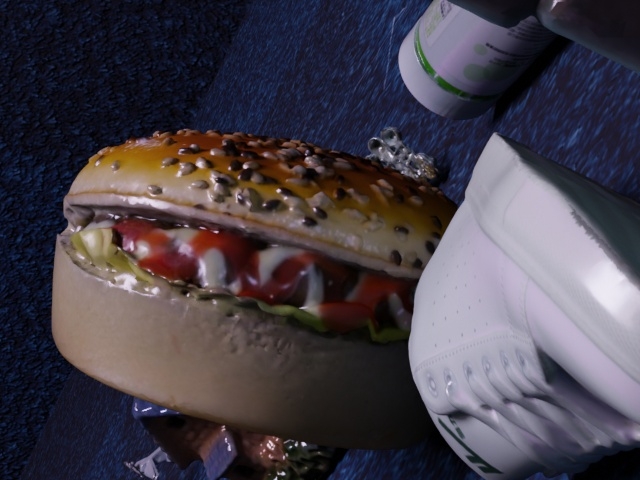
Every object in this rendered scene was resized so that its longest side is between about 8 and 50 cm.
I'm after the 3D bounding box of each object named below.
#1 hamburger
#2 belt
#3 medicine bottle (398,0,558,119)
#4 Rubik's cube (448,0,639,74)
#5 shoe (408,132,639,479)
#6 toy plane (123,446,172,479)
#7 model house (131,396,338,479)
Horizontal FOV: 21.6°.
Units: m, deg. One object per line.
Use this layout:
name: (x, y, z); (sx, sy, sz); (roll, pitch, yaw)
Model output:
hamburger: (-0.028, 0.023, 1.080); (0.300, 0.300, 0.176); (-155, 77, -78)
belt: (0.027, -0.005, 1.365); (0.100, 0.065, 0.179); (-46, -10, -30)
medicine bottle: (0.131, -0.167, 1.196); (0.183, 0.086, 0.086); (-49, 21, 55)
Rubik's cube: (0.169, -0.231, 0.624); (0.319, 0.316, 0.322); (-62, 12, 19)
shoe: (0.107, 0.054, 0.799); (0.160, 0.131, 0.363); (-64, 8, 9)
toy plane: (-0.109, 0.115, 1.718); (0.182, 0.107, 0.273); (-18, 59, 60)
model house: (-0.058, 0.092, 1.314); (0.183, 0.172, 0.166); (-54, 16, 43)
